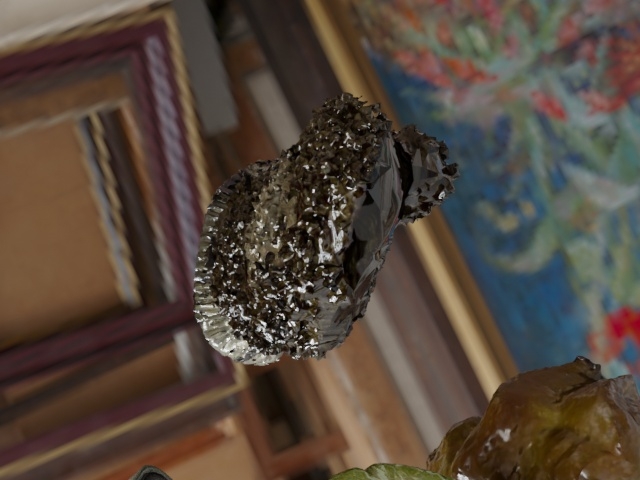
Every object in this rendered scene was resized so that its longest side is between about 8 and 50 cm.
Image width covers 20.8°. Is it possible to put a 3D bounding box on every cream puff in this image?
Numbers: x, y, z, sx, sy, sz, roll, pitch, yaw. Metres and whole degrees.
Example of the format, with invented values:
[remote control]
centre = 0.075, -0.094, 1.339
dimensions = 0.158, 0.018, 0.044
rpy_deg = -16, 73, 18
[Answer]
[cream puff]
centre = 0.182, 0.199, 1.222
dimensions = 0.155, 0.241, 0.269
rpy_deg = -55, 165, -39

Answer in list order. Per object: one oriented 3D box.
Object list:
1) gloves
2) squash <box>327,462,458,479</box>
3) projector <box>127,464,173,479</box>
[gloves]
centre = -0.004, -0.006, 1.362
dimensions = 0.210, 0.135, 0.312
rpy_deg = -61, -168, -13
[squash]
centre = 0.025, 0.314, 1.090
dimensions = 0.309, 0.234, 0.210
rpy_deg = -54, 167, 27
[projector]
centre = -0.125, 0.215, 1.179
dimensions = 0.082, 0.083, 0.083
rpy_deg = -42, -171, 23
